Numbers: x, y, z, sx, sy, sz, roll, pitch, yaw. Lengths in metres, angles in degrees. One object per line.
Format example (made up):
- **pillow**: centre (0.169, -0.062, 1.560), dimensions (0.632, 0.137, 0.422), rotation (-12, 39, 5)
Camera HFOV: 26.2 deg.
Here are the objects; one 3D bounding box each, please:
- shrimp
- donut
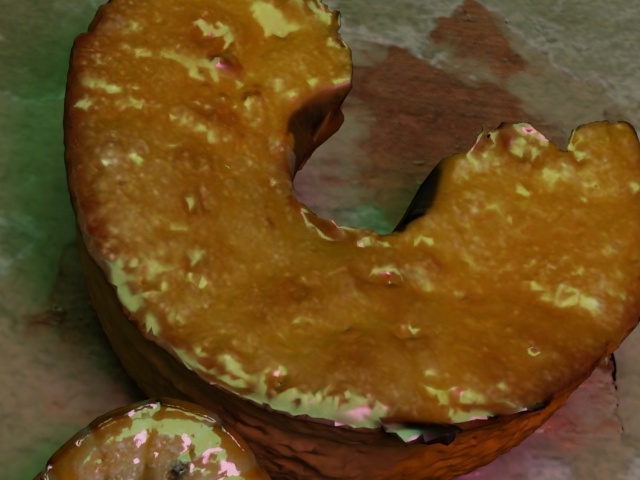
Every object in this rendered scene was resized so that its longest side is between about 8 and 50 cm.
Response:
- **shrimp**: centre (-0.081, 0.231, 0.817), dimensions (0.198, 0.051, 0.262), rotation (-40, 94, -10)
- **donut**: centre (0.000, 0.000, 0.975), dimensions (0.435, 0.163, 0.377), rotation (31, 51, 11)
